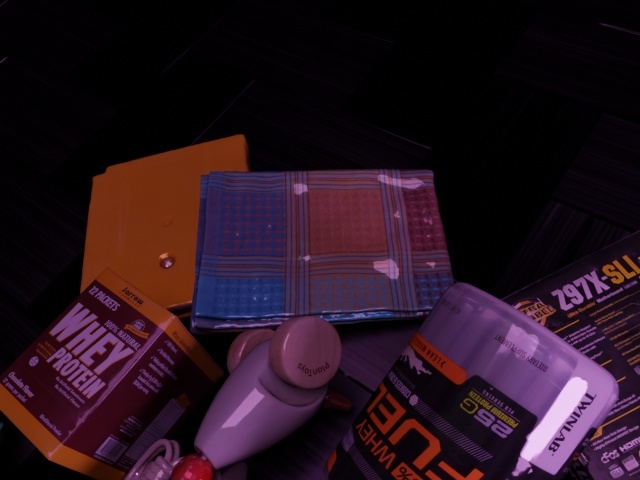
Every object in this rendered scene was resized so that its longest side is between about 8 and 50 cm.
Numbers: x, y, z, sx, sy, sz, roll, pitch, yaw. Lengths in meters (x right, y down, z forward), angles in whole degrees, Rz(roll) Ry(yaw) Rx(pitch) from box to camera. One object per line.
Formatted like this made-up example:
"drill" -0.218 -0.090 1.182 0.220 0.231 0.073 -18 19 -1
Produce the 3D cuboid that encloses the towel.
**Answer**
"towel" 0.000 0.000 0.835 0.371 0.040 0.271 -3 58 -2

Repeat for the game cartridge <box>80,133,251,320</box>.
"game cartridge" -0.242 -0.017 0.932 0.286 0.052 0.323 -13 54 4

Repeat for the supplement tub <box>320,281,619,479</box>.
"supplement tub" 0.130 0.218 0.580 0.194 0.193 0.316 34 91 28

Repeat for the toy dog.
"toy dog" -0.072 0.245 0.661 0.333 0.161 0.220 -51 17 -7

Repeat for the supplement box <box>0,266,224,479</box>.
"supplement box" -0.256 0.178 0.720 0.129 0.191 0.194 29 67 26

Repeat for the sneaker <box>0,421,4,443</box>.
"sneaker" -0.510 0.262 0.777 0.109 0.123 0.295 -50 42 2

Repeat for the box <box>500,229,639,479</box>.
"box" 0.394 0.132 0.685 0.322 0.079 0.257 -26 54 -5
